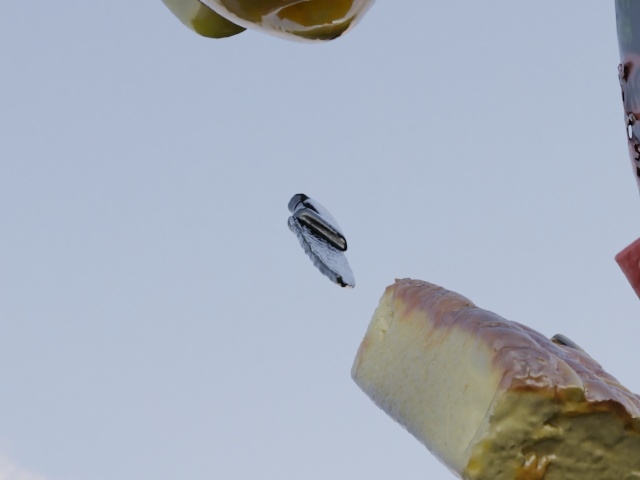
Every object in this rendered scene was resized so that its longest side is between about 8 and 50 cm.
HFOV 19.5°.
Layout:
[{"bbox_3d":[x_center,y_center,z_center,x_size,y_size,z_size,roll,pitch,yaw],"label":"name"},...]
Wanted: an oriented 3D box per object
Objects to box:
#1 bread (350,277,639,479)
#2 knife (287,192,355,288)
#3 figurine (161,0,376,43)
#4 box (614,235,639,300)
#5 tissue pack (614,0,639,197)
[{"bbox_3d":[0.149,0.120,1.377,0.185,0.274,0.114,22,-84,-18],"label":"bread"},{"bbox_3d":[0.000,0.000,0.599,0.023,0.170,0.010,30,-85,-7],"label":"knife"},{"bbox_3d":[-0.027,-0.208,0.936,0.215,0.215,0.228,-19,-61,-4],"label":"figurine"},{"bbox_3d":[0.281,-0.034,1.060,0.123,0.050,0.229,-19,-15,-36],"label":"box"},{"bbox_3d":[0.185,-0.069,0.631,0.123,0.332,0.245,-11,-81,-7],"label":"tissue pack"}]
